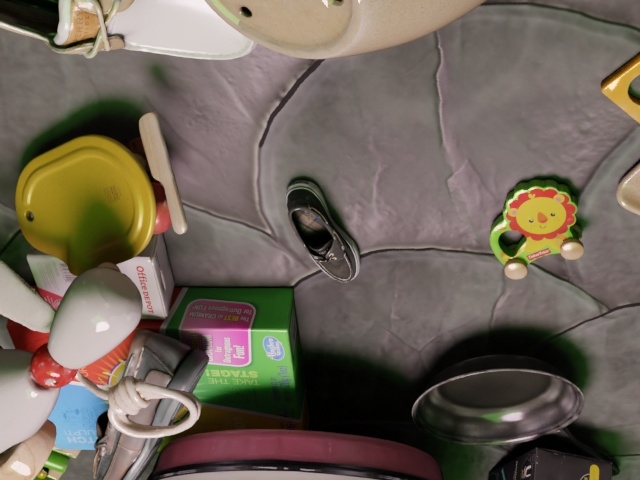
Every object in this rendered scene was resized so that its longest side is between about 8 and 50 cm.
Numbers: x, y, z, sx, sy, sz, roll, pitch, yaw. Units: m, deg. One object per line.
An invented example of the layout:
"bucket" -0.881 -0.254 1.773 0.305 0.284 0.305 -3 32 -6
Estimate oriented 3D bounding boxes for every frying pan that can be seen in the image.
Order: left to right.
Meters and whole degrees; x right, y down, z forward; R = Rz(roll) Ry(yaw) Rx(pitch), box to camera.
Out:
"frying pan" 0.264 0.199 1.274 0.326 0.053 0.197 12 143 -19

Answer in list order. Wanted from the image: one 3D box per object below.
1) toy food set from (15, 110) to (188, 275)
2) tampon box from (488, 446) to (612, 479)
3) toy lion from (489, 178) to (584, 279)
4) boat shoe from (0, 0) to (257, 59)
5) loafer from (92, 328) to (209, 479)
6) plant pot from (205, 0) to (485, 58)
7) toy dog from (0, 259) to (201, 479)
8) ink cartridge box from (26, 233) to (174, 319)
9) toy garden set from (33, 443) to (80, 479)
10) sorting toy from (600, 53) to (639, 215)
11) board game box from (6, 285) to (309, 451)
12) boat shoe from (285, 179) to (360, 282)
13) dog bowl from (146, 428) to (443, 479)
"toy food set" -0.200 -0.045 1.062 0.218 0.071 0.128 -17 97 33
"tampon box" 0.278 0.338 1.333 0.102 0.120 0.161 13 155 -8
"toy lion" 0.213 -0.016 1.085 0.100 0.034 0.096 -23 121 27
"boat shoe" -0.193 -0.200 0.893 0.302 0.103 0.113 13 135 -6
"loafer" -0.210 0.198 1.226 0.084 0.096 0.267 34 125 1
"plant pot" 0.010 -0.231 0.704 0.284 0.191 0.284 23 151 14
"toy dog" -0.289 0.117 1.106 0.334 0.161 0.220 -22 129 18
"ink cartridge box" -0.233 0.033 1.163 0.135 0.056 0.099 1 135 6
"toy garden set" -0.458 0.303 1.465 0.204 0.049 0.244 25 132 -18
"sorting toy" 0.404 -0.060 1.004 0.348 0.047 0.196 23 133 -16
"board game box" -0.180 0.157 1.276 0.317 0.064 0.242 0 135 7
"boat shoe" 0.000 0.000 1.115 0.049 0.040 0.142 -15 131 20
"dog bowl" -0.028 0.332 1.293 0.408 0.150 0.408 2 157 1
